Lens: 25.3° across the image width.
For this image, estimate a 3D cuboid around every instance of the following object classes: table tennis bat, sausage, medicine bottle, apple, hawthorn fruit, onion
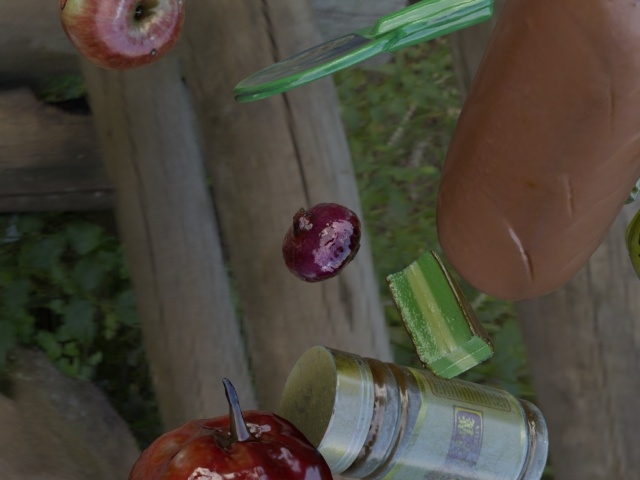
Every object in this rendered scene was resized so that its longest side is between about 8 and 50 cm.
[{"bbox_3d":[0.039,-0.181,1.317,0.257,0.160,0.039,-21,103,-1],"label":"table tennis bat"},{"bbox_3d":[0.152,-0.089,0.868,0.121,0.304,0.121,6,51,-7],"label":"sausage"},{"bbox_3d":[0.120,0.239,1.798,0.322,0.151,0.151,16,80,-26],"label":"medicine bottle"},{"bbox_3d":[-0.226,-0.265,1.626,0.146,0.131,0.146,-15,116,-33],"label":"apple"},{"bbox_3d":[-0.105,0.281,1.555,0.254,0.254,0.300,-14,112,-27],"label":"hawthorn fruit"},{"bbox_3d":[0.000,0.000,1.736,0.097,0.107,0.107,44,69,-24],"label":"onion"}]

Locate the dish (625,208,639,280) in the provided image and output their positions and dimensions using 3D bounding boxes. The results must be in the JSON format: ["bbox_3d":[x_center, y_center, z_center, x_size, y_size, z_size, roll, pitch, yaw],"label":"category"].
[{"bbox_3d":[0.466,0.015,1.815,0.221,0.108,0.262,-53,125,-17],"label":"dish"}]

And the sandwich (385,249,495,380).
[{"bbox_3d":[0.131,0.083,1.573,0.074,0.074,0.116,35,28,-60],"label":"sandwich"}]

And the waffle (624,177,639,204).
[{"bbox_3d":[0.348,-0.117,1.945,0.204,0.223,0.054,-45,146,0],"label":"waffle"}]
